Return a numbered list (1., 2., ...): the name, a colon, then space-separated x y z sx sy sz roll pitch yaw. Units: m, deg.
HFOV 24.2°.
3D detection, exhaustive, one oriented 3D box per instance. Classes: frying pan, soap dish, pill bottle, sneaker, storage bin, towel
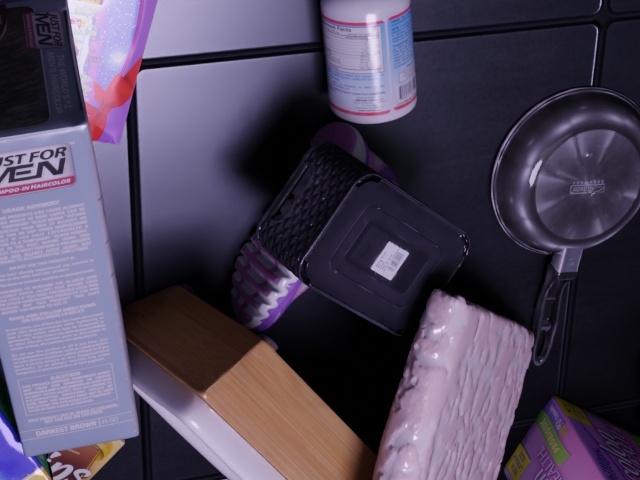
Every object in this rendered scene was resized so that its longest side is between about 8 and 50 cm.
1. frying pan: 0.251 -0.014 1.631 0.197 0.053 0.326 19 106 -27
2. soap dish: -0.070 0.180 1.517 0.118 0.229 0.291 -49 124 -10
3. pill bottle: 0.045 -0.199 1.425 0.087 0.087 0.160 -13 121 -13
4. sneaker: 0.000 0.000 1.519 0.104 0.095 0.236 24 106 -37
5. storage bin: 0.043 0.000 1.436 0.180 0.084 0.122 31 95 -42
6. towel: 0.126 0.228 1.547 0.317 0.053 0.332 22 83 -67

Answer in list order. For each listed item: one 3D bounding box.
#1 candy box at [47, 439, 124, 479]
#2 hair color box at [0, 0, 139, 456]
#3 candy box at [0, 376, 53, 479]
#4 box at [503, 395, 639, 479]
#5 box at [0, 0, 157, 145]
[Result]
1. candy box: -0.308 0.236 1.552 0.187 0.053 0.109 -46 121 6
2. hair color box: -0.243 -0.004 1.313 0.113 0.185 0.374 -9 134 -9
3. candy box: -0.448 0.158 1.392 0.268 0.122 0.317 -32 115 -1
4. box: 0.365 0.318 1.728 0.243 0.213 0.117 25 106 -18
5. box: -0.242 -0.238 1.314 0.201 0.057 0.293 8 114 -24
